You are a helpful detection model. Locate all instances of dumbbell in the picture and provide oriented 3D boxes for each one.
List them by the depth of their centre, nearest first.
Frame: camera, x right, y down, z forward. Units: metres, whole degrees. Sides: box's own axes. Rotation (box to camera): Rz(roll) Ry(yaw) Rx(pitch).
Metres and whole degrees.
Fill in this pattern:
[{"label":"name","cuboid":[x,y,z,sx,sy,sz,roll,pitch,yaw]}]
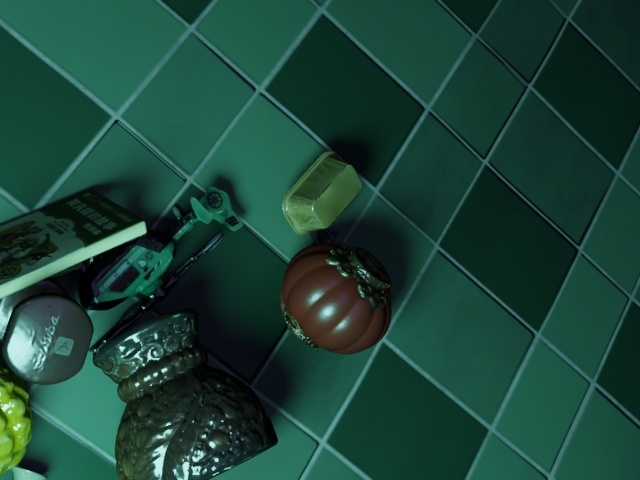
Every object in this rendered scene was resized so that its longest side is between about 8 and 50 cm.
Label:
[{"label":"dumbbell","cuboid":[-0.443,0.134,1.467,0.124,0.225,0.140,17,91,-26]}]

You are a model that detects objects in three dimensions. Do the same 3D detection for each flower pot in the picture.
[{"label":"flower pot","cuboid":[-0.237,0.271,1.545,0.266,0.266,0.267,-20,78,-30]}]

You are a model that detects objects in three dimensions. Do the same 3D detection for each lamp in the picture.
[{"label":"lamp","cuboid":[0.027,0.112,1.747,0.226,0.227,0.227,7,75,-26]}]

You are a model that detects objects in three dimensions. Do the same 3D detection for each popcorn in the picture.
[{"label":"popcorn","cuboid":[-0.579,0.262,1.399,0.285,0.173,0.225,-5,92,-25]}]

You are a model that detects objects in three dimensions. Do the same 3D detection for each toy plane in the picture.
[{"label":"toy plane","cuboid":[-0.300,0.026,1.654,0.382,0.106,0.155,-47,107,-29]}]

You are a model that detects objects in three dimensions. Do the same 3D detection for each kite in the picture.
[{"label":"kite","cuboid":[0.000,0.000,1.866,0.090,0.004,0.122,-34,92,-31]}]

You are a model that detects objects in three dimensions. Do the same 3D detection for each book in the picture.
[{"label":"book","cuboid":[-0.447,-0.001,1.532,0.264,0.202,0.027,-27,123,-30]}]

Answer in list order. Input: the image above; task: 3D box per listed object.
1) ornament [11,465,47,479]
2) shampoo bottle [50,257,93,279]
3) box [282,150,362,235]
[{"label":"ornament","cuboid":[-0.489,0.438,1.469,0.081,0.075,0.156,15,70,4]},{"label":"shampoo bottle","cuboid":[-0.431,0.034,1.560,0.034,0.141,0.049,7,68,-57]},{"label":"box","cuboid":[0.002,-0.093,1.840,0.111,0.111,0.177,46,64,-11]}]
